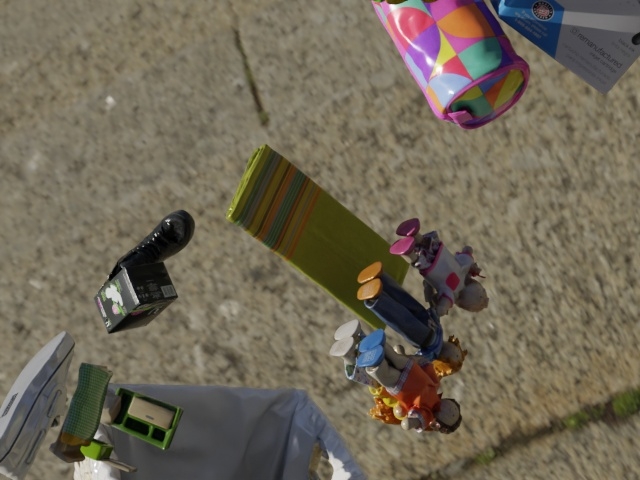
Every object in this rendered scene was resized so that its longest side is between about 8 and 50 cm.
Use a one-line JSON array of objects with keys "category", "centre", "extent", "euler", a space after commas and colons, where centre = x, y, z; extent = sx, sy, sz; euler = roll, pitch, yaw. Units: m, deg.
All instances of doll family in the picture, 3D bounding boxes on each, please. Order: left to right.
[{"category": "doll family", "centre": [0.099, 0.113, 1.445], "extent": [0.118, 0.163, 0.263], "euler": [-24, 33, 40]}]

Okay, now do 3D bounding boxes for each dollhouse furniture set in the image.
[{"category": "dollhouse furniture set", "centre": [-0.158, 0.145, 1.052], "extent": [0.058, 0.152, 0.076], "euler": [20, 84, 8]}]

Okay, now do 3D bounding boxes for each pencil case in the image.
[{"category": "pencil case", "centre": [0.103, -0.217, 1.255], "extent": [0.104, 0.104, 0.236], "euler": [-34, 65, 6]}]

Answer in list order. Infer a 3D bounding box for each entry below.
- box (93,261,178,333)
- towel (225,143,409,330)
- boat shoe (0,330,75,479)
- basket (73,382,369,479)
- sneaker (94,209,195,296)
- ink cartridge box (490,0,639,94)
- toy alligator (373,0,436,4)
[{"category": "box", "centre": [-0.226, 0.070, 1.610], "extent": [0.083, 0.062, 0.052], "euler": [-39, 69, 41]}, {"category": "towel", "centre": [0.000, 0.000, 1.476], "extent": [0.021, 0.237, 0.102], "euler": [-17, 41, 51]}, {"category": "boat shoe", "centre": [-0.450, 0.266, 2.121], "extent": [0.096, 0.088, 0.267], "euler": [-30, 27, 38]}, {"category": "basket", "centre": [-0.143, 0.358, 1.655], "extent": [0.328, 0.331, 0.266], "euler": [-135, 53, -65]}, {"category": "sneaker", "centre": [-0.249, 0.027, 1.871], "extent": [0.051, 0.089, 0.170], "euler": [47, 126, -4]}, {"category": "ink cartridge box", "centre": [0.268, -0.256, 1.224], "extent": [0.191, 0.139, 0.082], "euler": [-51, 19, 22]}, {"category": "toy alligator", "centre": [0.092, -0.236, 1.179], "extent": [0.051, 0.189, 0.056], "euler": [-47, 60, 50]}]
